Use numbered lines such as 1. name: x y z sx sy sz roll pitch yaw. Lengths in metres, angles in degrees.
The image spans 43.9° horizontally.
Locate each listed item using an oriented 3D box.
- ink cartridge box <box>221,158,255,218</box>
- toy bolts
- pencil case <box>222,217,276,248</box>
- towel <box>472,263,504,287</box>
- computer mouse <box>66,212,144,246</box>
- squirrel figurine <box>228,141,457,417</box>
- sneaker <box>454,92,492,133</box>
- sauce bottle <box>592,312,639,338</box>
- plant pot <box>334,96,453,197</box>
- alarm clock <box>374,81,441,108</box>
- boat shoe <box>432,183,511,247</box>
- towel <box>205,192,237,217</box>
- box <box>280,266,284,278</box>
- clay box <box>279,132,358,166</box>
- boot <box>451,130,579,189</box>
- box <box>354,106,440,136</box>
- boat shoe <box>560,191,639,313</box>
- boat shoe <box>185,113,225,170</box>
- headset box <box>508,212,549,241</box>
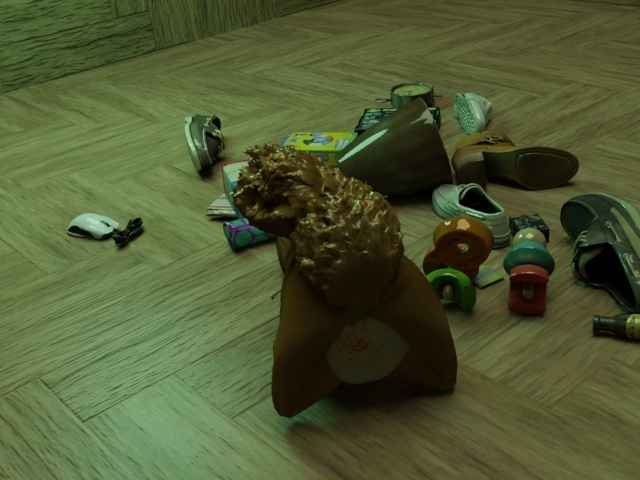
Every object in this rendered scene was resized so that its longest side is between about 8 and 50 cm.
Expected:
1. ink cartridge box: -0.150 -0.133 1.832 0.134 0.077 0.231 -11 25 -13
2. toy bolts: 0.297 0.013 1.395 0.229 0.218 0.158 7 43 10
3. pencil case: -0.129 -0.029 1.701 0.152 0.070 0.064 -17 71 -17
4. towel: 0.299 0.063 1.503 0.060 0.009 0.083 -20 31 -26
5. computer mouse: -0.501 -0.033 1.811 0.193 0.042 0.106 7 31 24
6. squirrel figurine: 0.017 0.016 1.237 0.281 0.396 0.370 -13 37 -4
7. sneaker: 0.436 -0.359 2.207 0.095 0.090 0.235 3 29 -3
8. sauce bottle: 0.507 0.139 1.285 0.128 0.042 0.042 1 28 17
9. plant pot: 0.158 -0.187 1.832 0.231 0.215 0.215 -21 28 3
10. alarm clock: 0.256 -0.427 2.388 0.192 0.064 0.129 -7 28 -6
11. boat shoe: 0.314 -0.077 1.681 0.096 0.088 0.267 -12 28 -10
12. towel: -0.167 -0.096 1.885 0.144 0.029 0.197 5 27 20
13. box: 0.000 0.000 1.595 0.171 0.090 0.130 -6 28 -1
14. clay box: 0.008 -0.242 2.095 0.222 0.053 0.127 1 29 15
15. boot: 0.455 -0.199 1.896 0.284 0.109 0.220 -8 23 11
16. box: 0.215 -0.317 2.200 0.221 0.051 0.175 1 28 13
17. boat shoe: 0.518 0.014 1.425 0.130 0.132 0.355 -12 27 -11
18. boat shoe: -0.311 -0.275 2.162 0.097 0.116 0.324 -12 22 -5
19. headset box: 0.424 -0.025 1.623 0.062 0.032 0.083 -7 27 -2
